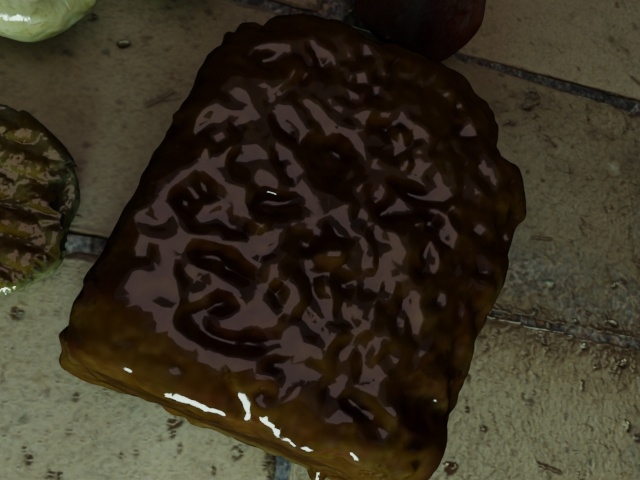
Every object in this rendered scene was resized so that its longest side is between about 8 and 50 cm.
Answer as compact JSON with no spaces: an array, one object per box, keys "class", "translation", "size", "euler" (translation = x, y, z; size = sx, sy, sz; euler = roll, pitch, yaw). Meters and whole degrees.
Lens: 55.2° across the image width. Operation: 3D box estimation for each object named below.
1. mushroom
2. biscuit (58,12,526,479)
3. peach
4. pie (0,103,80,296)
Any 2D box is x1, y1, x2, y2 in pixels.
[{"class":"mushroom","translation":[-0.280,-0.259,0.581],"size":[0.147,0.112,0.148],"euler":[9,63,-19]},{"class":"biscuit","translation":[0.000,0.000,0.562],"size":[0.342,0.166,0.395],"euler":[24,69,-7]},{"class":"peach","translation":[0.108,-0.273,0.700],"size":[0.152,0.152,0.152],"euler":[5,72,-16]},{"class":"pie","translation":[-0.306,-0.033,0.539],"size":[0.195,0.046,0.195],"euler":[5,72,-14]}]
